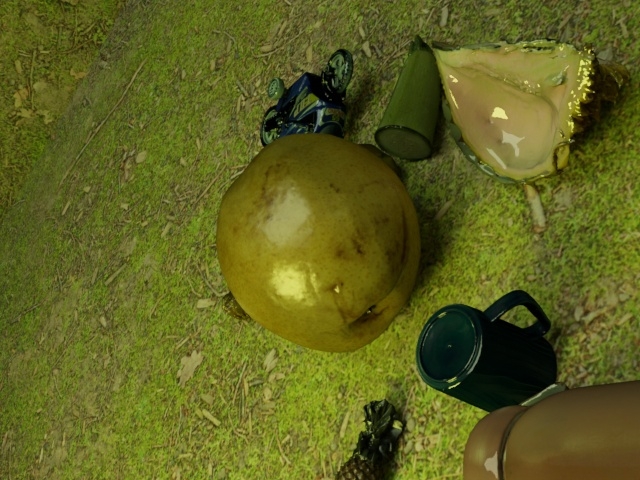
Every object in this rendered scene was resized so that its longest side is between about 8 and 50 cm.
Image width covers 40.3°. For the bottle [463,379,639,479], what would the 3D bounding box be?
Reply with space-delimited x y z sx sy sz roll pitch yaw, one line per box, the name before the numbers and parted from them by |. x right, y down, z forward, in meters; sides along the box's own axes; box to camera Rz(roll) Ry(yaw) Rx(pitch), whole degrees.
bottle | 0.296 0.221 0.881 0.297 0.173 0.206 -21 22 47

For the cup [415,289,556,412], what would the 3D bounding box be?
cup | 0.204 0.130 1.061 0.113 0.138 0.150 12 79 54

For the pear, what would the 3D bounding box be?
pear | 0.000 0.000 1.270 0.314 0.314 0.314 -30 48 39

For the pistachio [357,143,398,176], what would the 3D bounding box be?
pistachio | 0.042 -0.107 1.448 0.189 0.110 0.100 -9 89 51

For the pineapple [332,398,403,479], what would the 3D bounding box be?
pineapple | 0.066 0.298 1.206 0.074 0.074 0.159 -2 59 52

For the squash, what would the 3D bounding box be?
squash | 0.149 -0.243 1.412 0.094 0.094 0.224 -18 51 46

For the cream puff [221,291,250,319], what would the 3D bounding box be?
cream puff | -0.142 0.115 1.596 0.083 0.083 0.058 -17 100 34

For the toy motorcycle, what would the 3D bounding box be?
toy motorcycle | -0.031 -0.221 1.613 0.315 0.113 0.168 -33 55 50

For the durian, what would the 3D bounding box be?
durian | 0.267 -0.169 1.167 0.305 0.186 0.195 14 107 48
